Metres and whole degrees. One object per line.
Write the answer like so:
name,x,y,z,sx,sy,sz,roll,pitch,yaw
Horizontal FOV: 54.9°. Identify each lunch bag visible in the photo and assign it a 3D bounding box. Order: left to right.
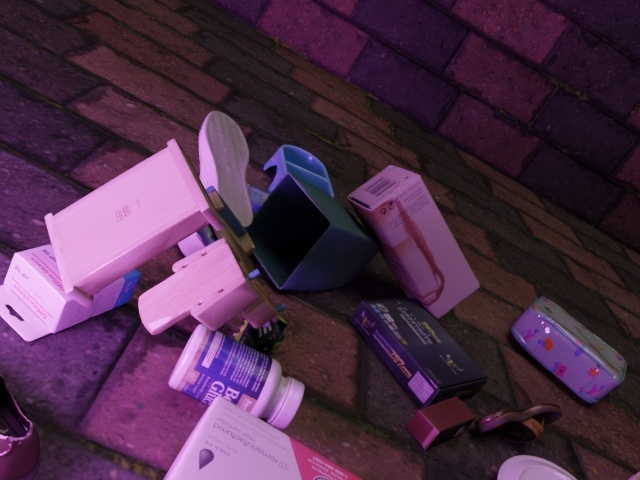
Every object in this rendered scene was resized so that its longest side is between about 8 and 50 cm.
lunch bag,0.618,0.268,1.531,0.279,0.108,0.224,43,22,18

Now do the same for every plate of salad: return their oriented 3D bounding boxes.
plate of salad,0.378,0.442,1.008,0.199,0.048,0.200,16,31,-9

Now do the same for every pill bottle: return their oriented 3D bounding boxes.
pill bottle,-0.111,0.191,0.843,0.169,0.094,0.094,28,25,-9

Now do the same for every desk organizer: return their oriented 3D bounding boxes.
desk organizer,0.208,0.310,1.054,0.130,0.047,0.050,1,36,-48

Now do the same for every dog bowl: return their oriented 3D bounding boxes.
dog bowl,-0.051,-0.150,1.562,0.165,0.074,0.297,22,26,-21

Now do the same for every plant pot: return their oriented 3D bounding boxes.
plant pot,0.000,0.000,1.255,0.234,0.165,0.166,16,28,-51

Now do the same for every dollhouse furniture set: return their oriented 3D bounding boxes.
dollhouse furniture set,-0.181,0.071,0.859,0.286,0.198,0.303,58,-1,35

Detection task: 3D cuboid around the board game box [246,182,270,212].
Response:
board game box,-0.155,-0.097,1.409,0.090,0.020,0.090,22,25,-21

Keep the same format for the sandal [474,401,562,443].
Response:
sandal,0.373,0.344,1.142,0.219,0.090,0.060,10,49,-42

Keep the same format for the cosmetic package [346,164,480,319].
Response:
cosmetic package,0.197,0.002,1.314,0.296,0.129,0.153,56,-7,-21

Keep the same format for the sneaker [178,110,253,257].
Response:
sneaker,-0.216,-0.099,1.152,0.108,0.169,0.293,25,41,-34

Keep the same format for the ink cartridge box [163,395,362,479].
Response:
ink cartridge box,-0.085,0.322,0.607,0.207,0.117,0.283,31,25,-2

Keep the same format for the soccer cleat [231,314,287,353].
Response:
soccer cleat,-0.098,0.153,0.973,0.072,0.060,0.179,34,22,1

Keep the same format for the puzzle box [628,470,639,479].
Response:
puzzle box,0.459,0.520,0.856,0.408,0.052,0.272,-13,49,-41

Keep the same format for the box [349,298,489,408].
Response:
box,0.192,0.211,1.201,0.183,0.059,0.233,5,36,-47

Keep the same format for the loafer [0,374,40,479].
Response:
loafer,-0.363,0.154,0.639,0.220,0.078,0.080,38,25,11

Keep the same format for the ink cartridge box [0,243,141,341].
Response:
ink cartridge box,-0.351,0.058,0.849,0.104,0.060,0.180,39,25,12
